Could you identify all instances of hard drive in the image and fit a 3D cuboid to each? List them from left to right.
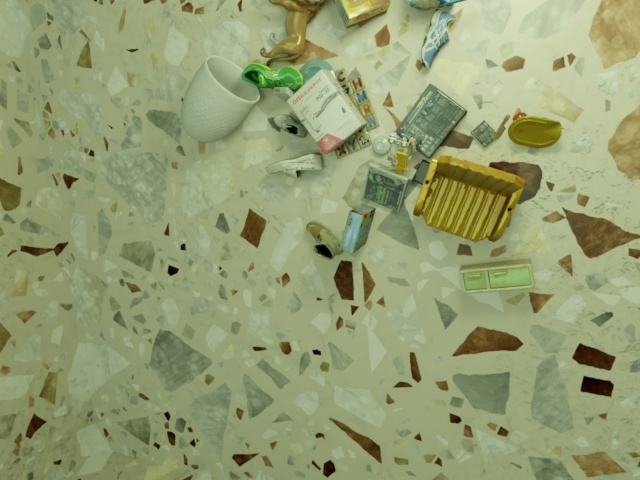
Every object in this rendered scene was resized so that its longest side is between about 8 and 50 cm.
[{"bbox_3d":[0.459,-0.262,1.810,0.135,0.022,0.094,31,112,13],"label":"hard drive"}]

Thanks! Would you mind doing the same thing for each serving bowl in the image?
[{"bbox_3d":[0.258,-0.403,1.861,0.083,0.027,0.083,5,103,23],"label":"serving bowl"}]

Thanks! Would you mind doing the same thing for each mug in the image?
[{"bbox_3d":[-0.494,-0.653,2.017,0.328,0.276,0.374,-41,54,32],"label":"mug"}]

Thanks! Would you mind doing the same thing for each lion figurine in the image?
[{"bbox_3d":[-0.108,-0.916,1.859,0.240,0.142,0.392,19,123,10],"label":"lion figurine"}]

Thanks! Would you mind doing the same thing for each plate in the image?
[{"bbox_3d":[-0.024,-0.690,1.906,0.188,0.024,0.188,5,104,21],"label":"plate"}]

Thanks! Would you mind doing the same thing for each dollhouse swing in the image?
[{"bbox_3d":[0.541,-0.140,1.633,0.347,0.305,0.315,21,109,11],"label":"dollhouse swing"}]

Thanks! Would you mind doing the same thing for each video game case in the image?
[{"bbox_3d":[0.271,-0.221,1.847,0.173,0.022,0.190,26,143,16],"label":"video game case"}]

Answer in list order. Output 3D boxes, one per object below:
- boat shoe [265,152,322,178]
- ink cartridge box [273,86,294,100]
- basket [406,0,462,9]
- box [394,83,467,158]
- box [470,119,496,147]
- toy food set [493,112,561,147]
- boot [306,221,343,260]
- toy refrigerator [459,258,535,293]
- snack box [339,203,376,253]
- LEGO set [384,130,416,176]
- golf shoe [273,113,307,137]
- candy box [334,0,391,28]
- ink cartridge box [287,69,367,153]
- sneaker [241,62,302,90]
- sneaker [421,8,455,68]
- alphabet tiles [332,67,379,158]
[{"bbox_3d":[-0.123,-0.326,2.002,0.277,0.098,0.096,-10,97,23],"label":"boat shoe"},{"bbox_3d":[-0.152,-0.645,1.937,0.063,0.115,0.029,6,92,21],"label":"ink cartridge box"},{"bbox_3d":[0.442,-0.961,1.558,0.289,0.201,0.254,-5,99,34],"label":"basket"},{"bbox_3d":[0.438,-0.473,1.751,0.183,0.059,0.232,40,115,10],"label":"box"},{"bbox_3d":[0.637,-0.414,1.701,0.067,0.018,0.083,-44,83,25],"label":"box"},{"bbox_3d":[0.765,-0.419,1.609,0.218,0.071,0.128,14,144,10],"label":"toy food set"},{"bbox_3d":[0.000,0.000,1.985,0.213,0.165,0.077,41,113,8],"label":"boot"},{"bbox_3d":[0.705,0.146,1.759,0.269,0.094,0.102,-7,99,25],"label":"toy refrigerator"},{"bbox_3d":[0.161,-0.053,1.882,0.070,0.207,0.174,20,108,18],"label":"snack box"},{"bbox_3d":[0.315,-0.336,1.783,0.132,0.107,0.287,30,156,6],"label":"LEGO set"},{"bbox_3d":[-0.146,-0.521,1.975,0.176,0.086,0.069,28,113,17],"label":"golf shoe"},{"bbox_3d":[0.124,-1.018,1.705,0.183,0.087,0.316,-24,91,-5],"label":"candy box"},{"bbox_3d":[0.025,-0.541,1.852,0.207,0.117,0.283,-35,94,26],"label":"ink cartridge box"},{"bbox_3d":[-0.214,-0.704,1.926,0.295,0.123,0.109,15,135,20],"label":"sneaker"},{"bbox_3d":[0.444,-0.764,1.670,0.081,0.080,0.211,22,111,20],"label":"sneaker"},{"bbox_3d":[0.088,-0.549,1.909,0.285,0.011,0.342,-19,94,26],"label":"alphabet tiles"}]
